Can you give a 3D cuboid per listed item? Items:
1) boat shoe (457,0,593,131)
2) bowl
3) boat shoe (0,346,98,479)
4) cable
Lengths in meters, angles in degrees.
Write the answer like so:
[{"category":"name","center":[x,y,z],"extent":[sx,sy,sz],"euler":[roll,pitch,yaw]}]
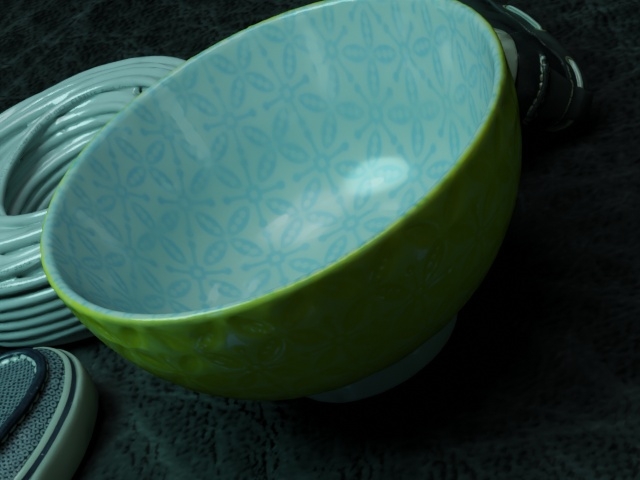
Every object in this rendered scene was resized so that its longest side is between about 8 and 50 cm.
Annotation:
[{"category":"boat shoe","center":[0.111,-0.126,1.241],"extent":[0.079,0.084,0.233],"euler":[5,19,-18]},{"category":"bowl","center":[0.000,0.000,1.055],"extent":[0.289,0.156,0.289],"euler":[-20,34,14]},{"category":"boat shoe","center":[-0.281,0.150,1.061],"extent":[0.127,0.158,0.340],"euler":[10,49,45]},{"category":"cable","center":[-0.167,-0.033,1.294],"extent":[0.257,0.089,0.257],"euler":[-30,32,-1]}]
